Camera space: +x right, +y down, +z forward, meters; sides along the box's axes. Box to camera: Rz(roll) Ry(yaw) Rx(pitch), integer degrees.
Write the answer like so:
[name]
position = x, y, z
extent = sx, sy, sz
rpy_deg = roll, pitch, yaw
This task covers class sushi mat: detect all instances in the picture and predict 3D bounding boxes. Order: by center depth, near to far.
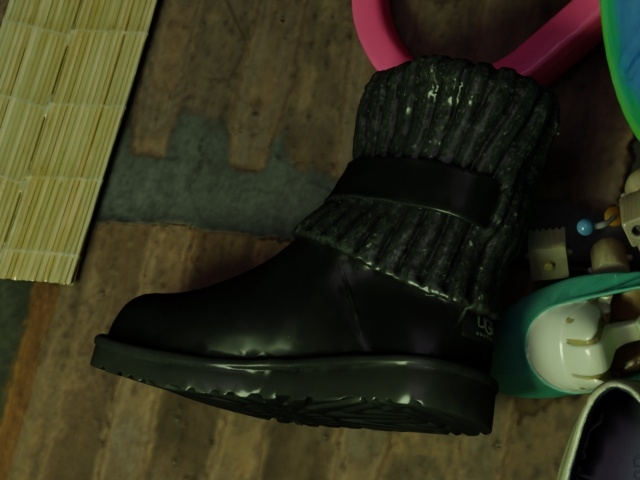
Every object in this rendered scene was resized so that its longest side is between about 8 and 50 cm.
[sushi mat]
position = -0.227, -0.117, 1.604
extent = 0.151, 0.019, 0.316
rpy_deg = 11, 78, 25

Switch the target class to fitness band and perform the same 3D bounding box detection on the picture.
[fitness band]
position = 0.146, -0.228, 1.436
extent = 0.291, 0.054, 0.209
rpy_deg = -42, 65, 17

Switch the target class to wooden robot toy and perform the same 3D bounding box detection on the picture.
[wooden robot toy]
position = 0.232, -0.016, 1.359
extent = 0.173, 0.076, 0.079
rpy_deg = -20, 31, 16

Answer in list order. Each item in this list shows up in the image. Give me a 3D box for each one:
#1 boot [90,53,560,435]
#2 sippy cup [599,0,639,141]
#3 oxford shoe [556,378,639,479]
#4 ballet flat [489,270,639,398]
[boot]
position = 0.003, 0.001, 1.392
extent = 0.348, 0.131, 0.260
rpy_deg = 2, 74, 30
[sippy cup]
position = 0.326, -0.176, 1.254
extent = 0.224, 0.305, 0.240
rpy_deg = -5, 34, -11
[oxford shoe]
position = 0.196, 0.281, 1.215
extent = 0.140, 0.146, 0.397
rpy_deg = -10, 70, 20
[ballet flat]
position = 0.217, 0.062, 1.305
extent = 0.247, 0.087, 0.083
rpy_deg = -14, 98, 18
